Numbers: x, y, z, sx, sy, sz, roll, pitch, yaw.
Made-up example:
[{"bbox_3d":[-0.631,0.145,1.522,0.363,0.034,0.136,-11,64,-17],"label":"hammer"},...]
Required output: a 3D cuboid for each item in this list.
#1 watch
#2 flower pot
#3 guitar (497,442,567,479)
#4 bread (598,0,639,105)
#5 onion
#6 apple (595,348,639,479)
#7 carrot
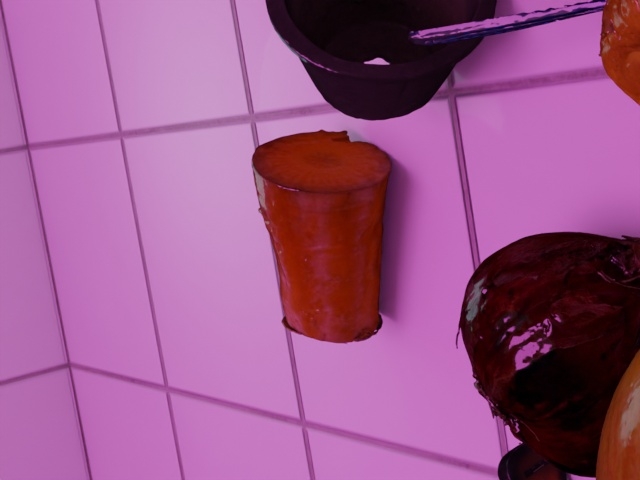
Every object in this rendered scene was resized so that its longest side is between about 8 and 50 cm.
[{"bbox_3d":[0.235,-0.287,1.302,0.274,0.068,0.276,21,119,22],"label":"watch"},{"bbox_3d":[0.067,-0.251,1.548,0.269,0.269,0.166,58,163,27],"label":"flower pot"},{"bbox_3d":[0.296,0.346,1.554,0.233,0.088,0.025,61,145,7],"label":"guitar"},{"bbox_3d":[0.344,-0.184,1.140,0.198,0.120,0.236,34,163,14],"label":"bread"},{"bbox_3d":[0.273,0.123,1.372,0.221,0.281,0.281,-57,-37,-73],"label":"onion"},{"bbox_3d":[0.396,0.201,1.097,0.339,0.339,0.340,27,124,51],"label":"apple"},{"bbox_3d":[0.000,0.000,1.777,0.196,0.196,0.254,34,132,47],"label":"carrot"}]
